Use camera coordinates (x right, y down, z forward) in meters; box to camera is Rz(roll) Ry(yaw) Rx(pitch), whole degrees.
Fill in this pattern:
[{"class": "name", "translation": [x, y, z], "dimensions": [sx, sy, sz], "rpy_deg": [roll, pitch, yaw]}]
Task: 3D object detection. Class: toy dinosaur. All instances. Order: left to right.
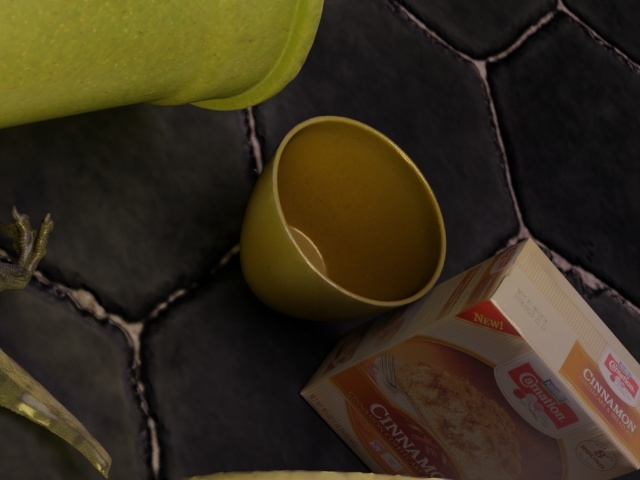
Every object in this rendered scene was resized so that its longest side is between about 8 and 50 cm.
[{"class": "toy dinosaur", "translation": [-0.213, 0.024, 0.856], "dimensions": [0.268, 0.064, 0.118], "rpy_deg": [33, 57, -27]}]

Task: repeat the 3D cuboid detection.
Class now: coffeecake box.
[{"class": "coffeecake box", "translation": [0.102, 0.100, 0.995], "dimensions": [0.142, 0.185, 0.068], "rpy_deg": [48, 46, -10]}]

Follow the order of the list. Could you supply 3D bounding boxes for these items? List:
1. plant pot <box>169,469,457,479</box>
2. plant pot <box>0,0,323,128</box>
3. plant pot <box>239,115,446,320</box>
[{"class": "plant pot", "translation": [0.055, 0.300, 0.787], "dimensions": [0.334, 0.334, 0.305], "rpy_deg": [20, 67, -33]}, {"class": "plant pot", "translation": [-0.180, -0.168, 0.863], "dimensions": [0.254, 0.276, 0.276], "rpy_deg": [-24, 85, -34]}, {"class": "plant pot", "translation": [0.000, 0.000, 1.019], "dimensions": [0.134, 0.095, 0.134], "rpy_deg": [20, 53, -29]}]
